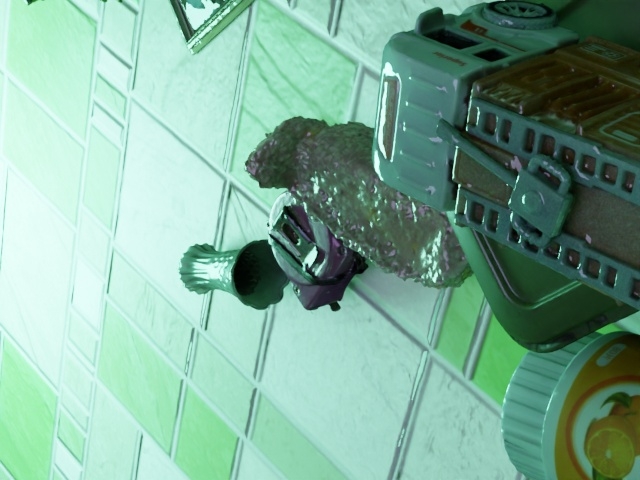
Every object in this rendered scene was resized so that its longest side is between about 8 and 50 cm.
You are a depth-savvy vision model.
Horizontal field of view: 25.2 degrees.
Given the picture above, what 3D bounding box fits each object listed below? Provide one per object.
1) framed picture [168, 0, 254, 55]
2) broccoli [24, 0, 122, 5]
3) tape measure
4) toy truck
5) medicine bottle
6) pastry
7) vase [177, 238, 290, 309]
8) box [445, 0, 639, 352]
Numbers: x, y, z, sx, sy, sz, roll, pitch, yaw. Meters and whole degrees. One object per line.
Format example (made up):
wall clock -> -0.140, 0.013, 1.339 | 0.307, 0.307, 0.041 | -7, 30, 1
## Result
framed picture -> -0.149, -0.386, 1.608 | 0.232, 0.019, 0.296 | -32, 77, 52
broccoli -> -0.284, -0.332, 1.683 | 0.167, 0.160, 0.154 | 47, 154, 12
tape measure -> 0.000, 0.000, 1.511 | 0.125, 0.074, 0.118 | 54, 138, 22
toy truck -> 0.164, -0.053, 0.927 | 0.305, 0.162, 0.136 | 29, 124, 40
medicine bottle -> 0.301, 0.169, 1.121 | 0.318, 0.158, 0.158 | 16, 115, 48
pastry -> 0.059, -0.041, 1.400 | 0.265, 0.112, 0.103 | 33, 115, 26
vase -> -0.107, 0.036, 1.665 | 0.148, 0.081, 0.081 | 3, 105, 56
box -> 0.244, -0.086, 1.092 | 0.328, 0.177, 0.253 | -35, 77, 49
